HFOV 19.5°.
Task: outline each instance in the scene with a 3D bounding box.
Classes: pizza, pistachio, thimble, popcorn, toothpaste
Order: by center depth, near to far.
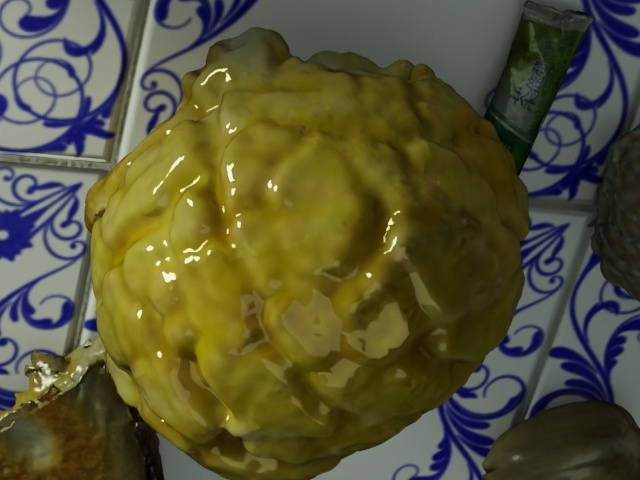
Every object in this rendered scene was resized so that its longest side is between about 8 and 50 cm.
[{"bbox_3d":[-0.010,0.014,1.615,0.344,0.354,0.390,44,60,-34],"label":"popcorn"},{"bbox_3d":[0.180,-0.113,1.776,0.078,0.047,0.248,11,118,-24],"label":"toothpaste"},{"bbox_3d":[0.389,-0.017,1.804,0.229,0.196,0.148,-4,126,-14],"label":"thimble"},{"bbox_3d":[-0.300,0.325,1.921,0.435,0.080,0.392,-32,126,8],"label":"pizza"},{"bbox_3d":[0.263,0.230,2.001,0.185,0.126,0.108,-7,82,-7],"label":"pistachio"}]
